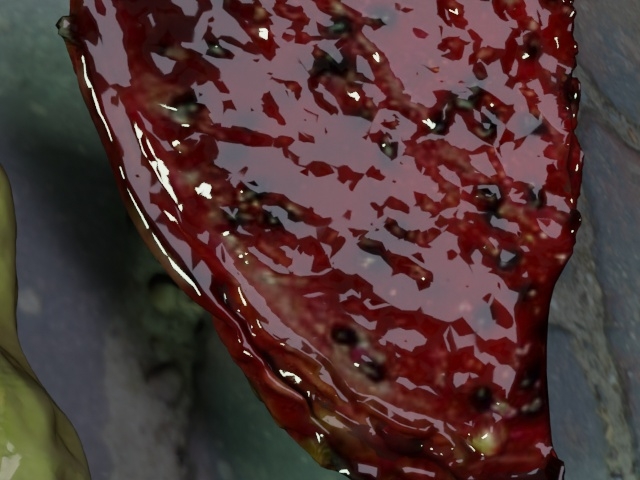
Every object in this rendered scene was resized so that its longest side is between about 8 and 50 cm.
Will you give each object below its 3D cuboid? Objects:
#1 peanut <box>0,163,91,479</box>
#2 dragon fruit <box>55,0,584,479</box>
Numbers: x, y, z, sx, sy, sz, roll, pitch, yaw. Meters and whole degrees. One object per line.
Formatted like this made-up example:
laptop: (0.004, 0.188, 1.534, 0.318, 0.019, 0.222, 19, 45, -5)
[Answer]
peanut: (-0.149, 0.062, 0.499, 0.111, 0.125, 0.275, 8, 57, -44)
dragon fruit: (-0.003, 0.001, 0.764, 0.286, 0.228, 0.329, -5, 84, -17)
